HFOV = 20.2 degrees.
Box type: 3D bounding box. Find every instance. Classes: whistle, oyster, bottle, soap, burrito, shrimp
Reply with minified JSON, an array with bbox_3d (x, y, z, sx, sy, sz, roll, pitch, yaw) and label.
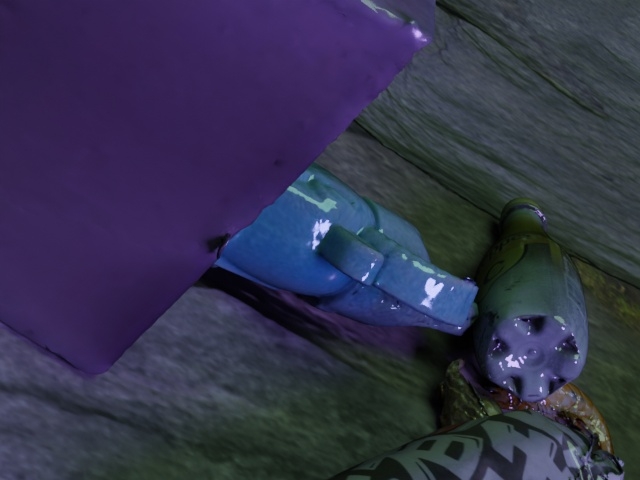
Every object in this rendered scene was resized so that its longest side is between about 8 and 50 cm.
[{"bbox_3d":[0.000,0.000,1.180,0.274,0.093,0.186,26,9,-37],"label":"whistle"},{"bbox_3d":[0.106,0.123,1.230,0.081,0.038,0.083,49,10,-5],"label":"oyster"},{"bbox_3d":[0.153,0.031,1.344,0.083,0.083,0.270,40,18,-11],"label":"bottle"},{"bbox_3d":[-0.138,-0.106,0.928,0.285,0.296,0.107,36,28,-21],"label":"soap"},{"bbox_3d":[0.068,0.176,1.039,0.139,0.101,0.445,48,31,14],"label":"burrito"},{"bbox_3d":[0.166,0.133,1.293,0.127,0.025,0.091,18,44,-34],"label":"shrimp"}]
